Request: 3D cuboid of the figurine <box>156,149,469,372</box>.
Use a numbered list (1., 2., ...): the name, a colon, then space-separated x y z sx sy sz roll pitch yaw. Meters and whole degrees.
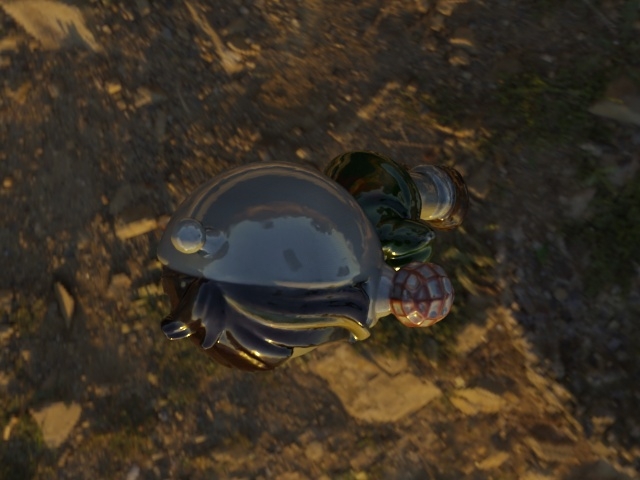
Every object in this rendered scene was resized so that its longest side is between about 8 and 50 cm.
1. figurine: 0.000 0.000 1.068 0.370 0.281 0.167 -24 117 -51
